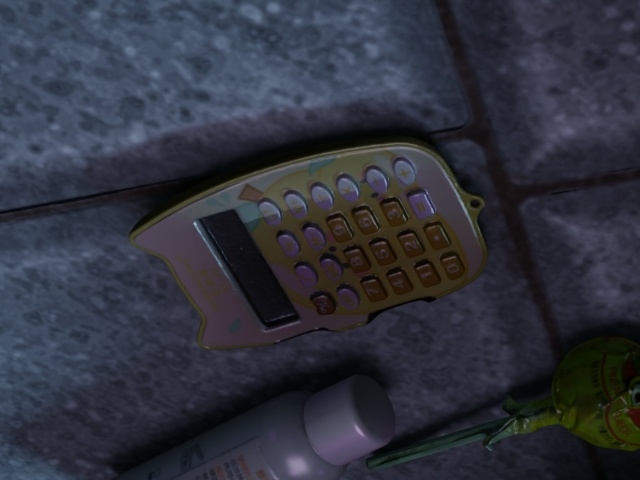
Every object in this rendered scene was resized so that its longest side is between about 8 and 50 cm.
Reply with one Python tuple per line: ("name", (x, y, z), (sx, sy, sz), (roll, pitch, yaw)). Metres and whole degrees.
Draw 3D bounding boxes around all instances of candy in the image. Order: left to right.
("candy", (0.137, 0.134, 1.225), (0.262, 0.077, 0.073), (-23, 148, 38))

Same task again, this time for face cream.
("face cream", (-0.058, 0.176, 1.275), (0.269, 0.082, 0.082), (-29, 123, 30))

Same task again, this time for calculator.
("calculator", (0.000, 0.000, 1.136), (0.236, 0.033, 0.157), (-14, 128, 18))
